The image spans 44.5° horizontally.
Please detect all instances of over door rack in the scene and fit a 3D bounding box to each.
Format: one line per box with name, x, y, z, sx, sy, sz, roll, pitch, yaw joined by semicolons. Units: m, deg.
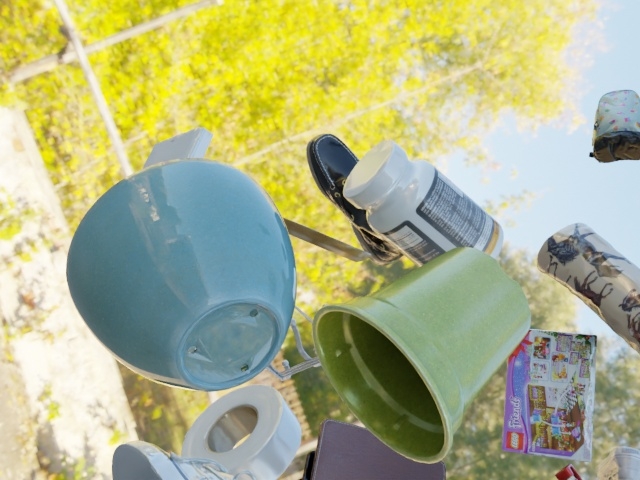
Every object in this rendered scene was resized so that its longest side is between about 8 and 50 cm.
over door rack;-0.097;0.222;1.922;0.324;0.239;0.108;36;38;-41

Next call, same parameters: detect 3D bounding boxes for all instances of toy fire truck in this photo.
toy fire truck;0.416;0.504;1.498;0.192;0.135;0.047;-8;59;-53

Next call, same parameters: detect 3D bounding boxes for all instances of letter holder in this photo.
letter holder;0.104;0.544;1.700;0.214;0.302;0.152;-76;-169;-48

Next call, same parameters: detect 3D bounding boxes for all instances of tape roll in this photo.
tape roll;-0.192;0.484;1.889;0.100;0.286;0.286;59;2;-28

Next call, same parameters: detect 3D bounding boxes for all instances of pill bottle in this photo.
pill bottle;0.186;-0.047;1.417;0.278;0.162;0.162;38;8;-20

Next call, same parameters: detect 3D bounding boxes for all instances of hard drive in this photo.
hard drive;-0.334;-0.073;1.555;0.040;0.307;0.203;35;-27;-32

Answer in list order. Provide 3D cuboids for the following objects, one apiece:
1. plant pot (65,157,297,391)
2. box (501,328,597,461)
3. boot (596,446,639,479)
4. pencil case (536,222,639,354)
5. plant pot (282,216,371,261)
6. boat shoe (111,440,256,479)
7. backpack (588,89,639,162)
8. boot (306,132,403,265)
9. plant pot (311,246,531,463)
plant pot;-0.143;0.071;0.960;0.195;0.290;0.290;48;-18;47
box;0.539;0.360;1.843;0.057;0.201;0.293;45;51;-72
boot;0.716;0.594;1.879;0.258;0.095;0.123;71;30;-55
pencil case;0.679;0.118;1.793;0.183;0.160;0.410;47;2;-46
plant pot;0.000;0.000;1.751;0.236;0.236;0.032;-156;-91;-85
boat shoe;-0.166;0.401;1.196;0.367;0.156;0.136;16;-79;41
backpack;0.757;-0.289;1.966;0.115;0.152;0.182;71;26;-49
boot;0.126;-0.118;1.876;0.377;0.138;0.284;60;-19;-3
plant pot;0.171;0.146;1.184;0.276;0.254;0.276;39;-31;29
